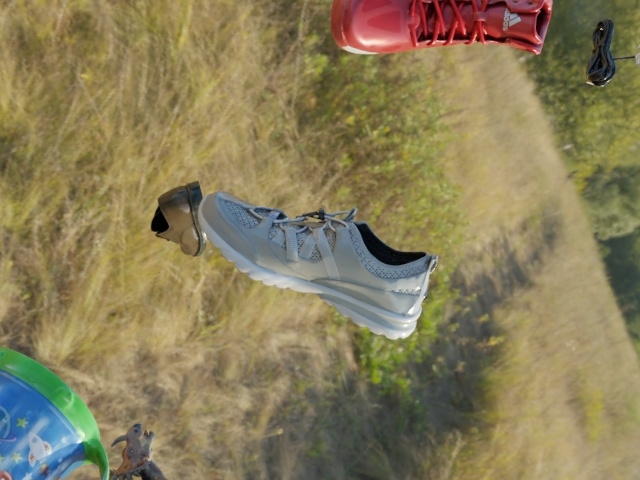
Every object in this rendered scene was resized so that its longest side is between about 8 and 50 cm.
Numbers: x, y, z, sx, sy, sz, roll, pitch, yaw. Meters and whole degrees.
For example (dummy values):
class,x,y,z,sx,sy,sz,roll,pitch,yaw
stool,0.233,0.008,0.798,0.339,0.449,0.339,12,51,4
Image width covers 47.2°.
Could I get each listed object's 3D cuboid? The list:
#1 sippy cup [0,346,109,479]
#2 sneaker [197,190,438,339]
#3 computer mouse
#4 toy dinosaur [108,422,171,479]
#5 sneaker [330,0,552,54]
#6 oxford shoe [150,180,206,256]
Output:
class,x,y,z,sx,sy,sz,roll,pitch,yaw
sippy cup,-0.469,0.305,1.016,0.224,0.305,0.240,-55,137,-44
sneaker,0.000,0.000,0.832,0.281,0.115,0.105,24,23,-5
computer mouse,0.413,-0.234,0.869,0.042,0.193,0.106,54,52,-40
toy dinosaur,-0.335,0.519,1.404,0.200,0.127,0.296,36,18,-28
sneaker,0.126,-0.212,0.671,0.221,0.128,0.087,-22,122,-30
oxford shoe,-0.251,-0.032,1.289,0.227,0.096,0.083,100,-26,-63
